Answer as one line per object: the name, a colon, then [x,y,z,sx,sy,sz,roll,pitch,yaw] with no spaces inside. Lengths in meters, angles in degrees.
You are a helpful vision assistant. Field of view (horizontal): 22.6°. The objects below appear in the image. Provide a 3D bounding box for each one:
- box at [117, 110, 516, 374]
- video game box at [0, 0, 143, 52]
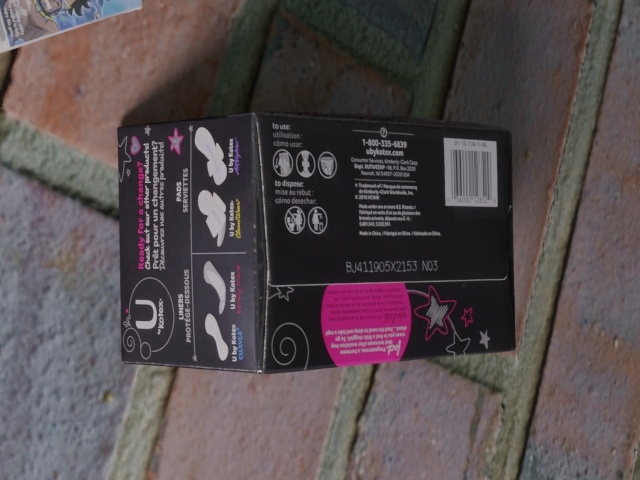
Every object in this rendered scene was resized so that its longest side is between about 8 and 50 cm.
box: [0.000,0.000,1.071,0.247,0.142,0.163,-1,89,-46]
video game box: [-0.209,-0.210,0.931,0.187,0.048,0.205,-25,107,-40]
